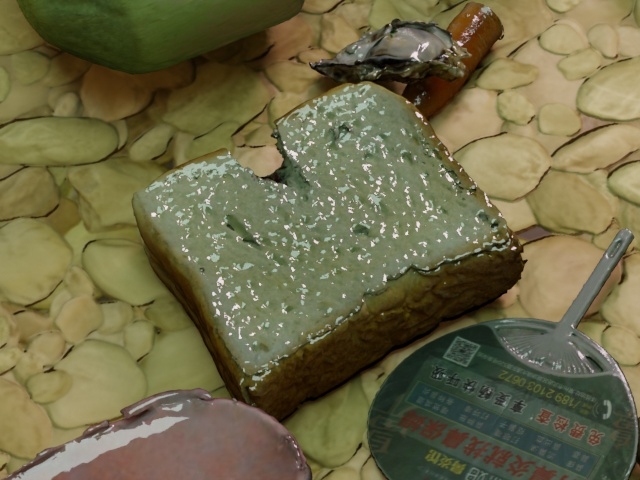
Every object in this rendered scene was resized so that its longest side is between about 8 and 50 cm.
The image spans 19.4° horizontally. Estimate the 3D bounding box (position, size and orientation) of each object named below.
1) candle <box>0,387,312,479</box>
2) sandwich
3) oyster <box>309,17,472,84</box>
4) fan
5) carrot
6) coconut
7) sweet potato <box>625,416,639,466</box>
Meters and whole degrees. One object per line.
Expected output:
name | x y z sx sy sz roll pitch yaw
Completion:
candle | -0.152 0.272 1.419 0.287 0.131 0.317 5 49 14
sandwich | 0.000 -0.001 1.594 0.273 0.095 0.249 -28 57 -13
oyster | 0.060 -0.164 1.684 0.108 0.053 0.165 -19 15 -29
fan | 0.150 0.117 1.542 0.223 0.012 0.294 -5 52 14
carrot | 0.116 -0.155 1.713 0.048 0.048 0.139 28 66 19
coconut | -0.137 -0.307 1.690 0.328 0.281 0.328 -18 22 8
sweet potato | 0.368 0.197 1.465 0.273 0.075 0.075 11 59 14
